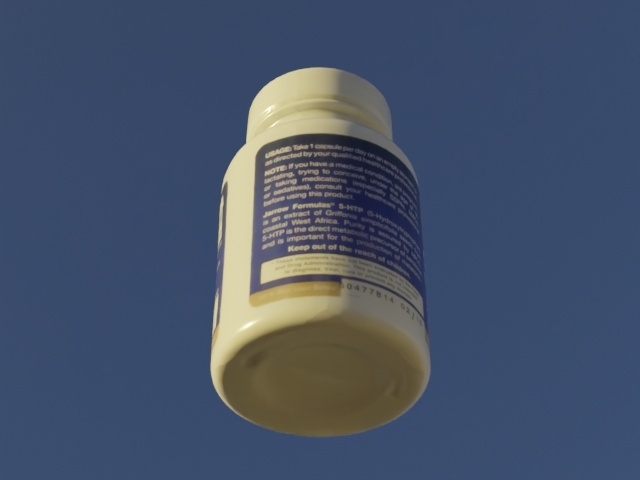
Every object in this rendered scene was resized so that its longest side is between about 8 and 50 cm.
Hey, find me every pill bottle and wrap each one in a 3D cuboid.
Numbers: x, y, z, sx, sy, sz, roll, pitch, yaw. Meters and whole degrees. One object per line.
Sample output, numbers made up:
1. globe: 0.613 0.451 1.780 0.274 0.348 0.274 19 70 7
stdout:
1. pill bottle: 0.000 0.000 0.735 0.112 0.187 0.112 0 -39 0
